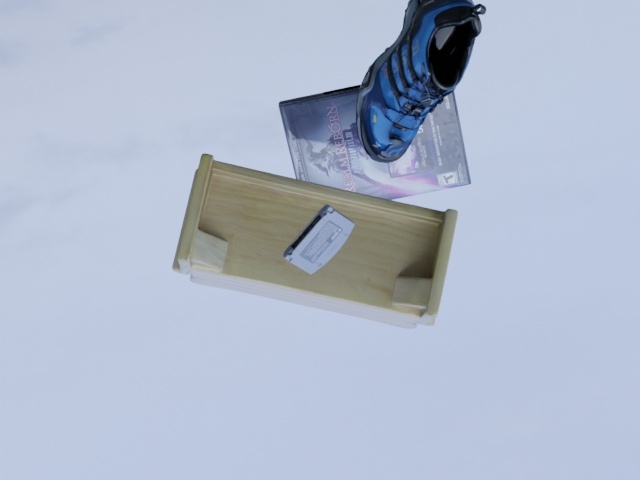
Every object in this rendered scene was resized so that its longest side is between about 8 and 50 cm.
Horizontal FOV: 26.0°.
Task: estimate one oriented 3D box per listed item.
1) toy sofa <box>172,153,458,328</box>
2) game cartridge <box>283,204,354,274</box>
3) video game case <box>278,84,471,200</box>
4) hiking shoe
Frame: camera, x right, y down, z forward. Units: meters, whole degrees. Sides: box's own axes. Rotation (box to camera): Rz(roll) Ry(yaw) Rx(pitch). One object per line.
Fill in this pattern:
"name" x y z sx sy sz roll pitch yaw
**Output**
"toy sofa" -0.007 0.006 1.856 0.362 0.150 0.177 12 170 -1
"game cartridge" 0.000 0.000 1.659 0.083 0.056 0.017 -48 -141 9
"video game case" 0.088 -0.155 2.199 0.274 0.196 0.026 -12 -157 5
"hiking shoe" 0.141 -0.238 2.050 0.113 0.304 0.132 11 -152 -23
